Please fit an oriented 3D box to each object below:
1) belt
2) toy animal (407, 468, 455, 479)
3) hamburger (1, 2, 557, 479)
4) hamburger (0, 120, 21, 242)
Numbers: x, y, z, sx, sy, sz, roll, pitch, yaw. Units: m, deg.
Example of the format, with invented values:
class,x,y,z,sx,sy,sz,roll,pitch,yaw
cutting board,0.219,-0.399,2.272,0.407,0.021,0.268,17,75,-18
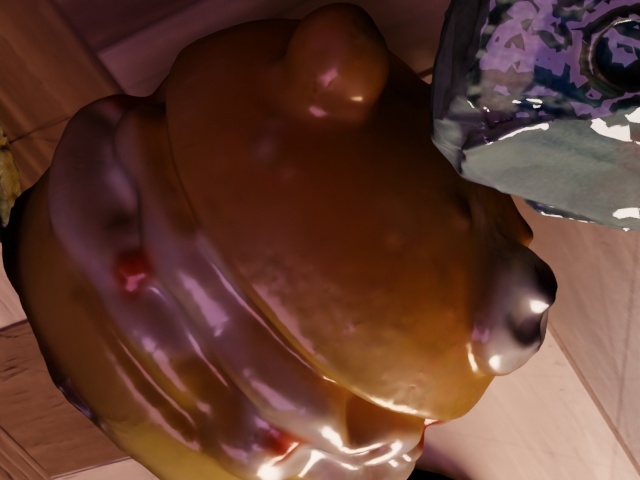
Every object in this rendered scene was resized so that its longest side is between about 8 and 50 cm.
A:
class,x,y,z,sx,sy,sz,roll,pitch,yaw
belt,0.139,-0.130,0.475,0.150,0.207,0.257,20,90,0
toy animal,0.054,0.310,0.882,0.187,0.235,0.165,-25,125,32
hamburger,0.000,0.000,0.625,0.237,0.276,0.276,-38,112,23
hamburger,-0.349,-0.061,0.716,0.288,0.167,0.192,7,133,11
